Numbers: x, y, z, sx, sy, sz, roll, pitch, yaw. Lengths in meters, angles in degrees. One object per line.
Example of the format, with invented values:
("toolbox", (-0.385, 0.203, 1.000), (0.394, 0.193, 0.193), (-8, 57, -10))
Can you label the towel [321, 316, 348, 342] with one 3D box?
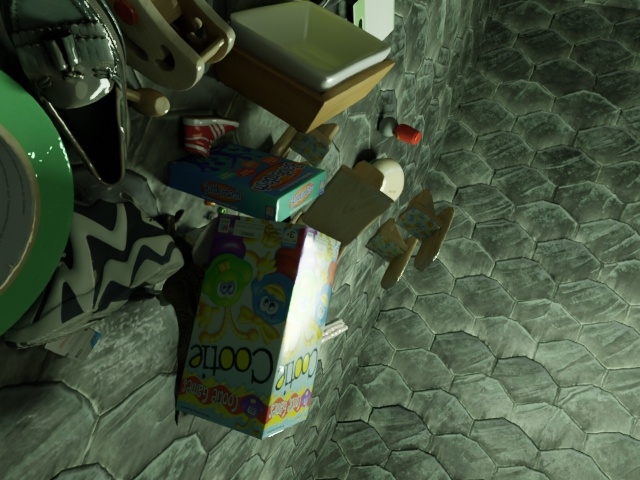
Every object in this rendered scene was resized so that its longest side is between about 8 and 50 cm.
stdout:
("towel", (-0.112, 0.305, 1.174), (0.317, 0.053, 0.332), (-36, 166, 18))

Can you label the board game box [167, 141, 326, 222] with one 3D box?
("board game box", (-0.119, -0.104, 0.781), (0.160, 0.210, 0.047), (-41, 145, -53))

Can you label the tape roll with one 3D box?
("tape roll", (-0.379, -0.021, 0.401), (0.321, 0.077, 0.321), (-52, 153, -40))

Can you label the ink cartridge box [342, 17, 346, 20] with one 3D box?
("ink cartridge box", (0.018, -0.422, 1.041), (0.104, 0.061, 0.181), (-62, 158, -20))

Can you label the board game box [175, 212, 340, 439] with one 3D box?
("board game box", (-0.083, 0.115, 0.676), (0.142, 0.144, 0.275), (24, 76, -67))

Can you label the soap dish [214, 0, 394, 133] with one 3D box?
("soap dish", (-0.026, -0.315, 0.825), (0.291, 0.229, 0.118), (-46, 165, -47))

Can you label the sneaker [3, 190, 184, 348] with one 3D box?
("sneaker", (-0.312, 0.024, 0.596), (0.235, 0.153, 0.094), (-32, 173, 3))

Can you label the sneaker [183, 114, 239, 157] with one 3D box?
("sneaker", (-0.185, -0.175, 0.788), (0.118, 0.042, 0.067), (-19, 123, -54))

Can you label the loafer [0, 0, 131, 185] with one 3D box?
("loafer", (-0.241, -0.153, 0.482), (0.096, 0.084, 0.267), (-15, 160, -16))

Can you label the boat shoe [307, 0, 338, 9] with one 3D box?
("boat shoe", (0.034, -0.499, 0.880), (0.065, 0.075, 0.206), (-40, -168, -24))

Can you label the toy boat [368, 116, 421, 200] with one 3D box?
("toy boat", (0.218, -0.260, 1.609), (0.267, 0.148, 0.318), (1, 116, -63))

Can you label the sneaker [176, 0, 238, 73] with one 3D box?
("sneaker", (-0.134, -0.351, 0.667), (0.130, 0.087, 0.227), (-9, 113, -46))

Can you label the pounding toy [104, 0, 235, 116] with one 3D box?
("pounding toy", (-0.207, -0.238, 0.520), (0.155, 0.154, 0.269), (-58, 156, -30))

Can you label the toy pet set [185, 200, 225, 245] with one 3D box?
("toy pet set", (-0.195, -0.012, 0.880), (0.114, 0.065, 0.122), (-37, 142, -55))

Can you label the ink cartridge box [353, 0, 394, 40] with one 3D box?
("ink cartridge box", (0.118, -0.564, 1.173), (0.235, 0.056, 0.171), (-53, 153, -30))

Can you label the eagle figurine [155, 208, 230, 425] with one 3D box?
("eagle figurine", (-0.202, 0.105, 0.759), (0.226, 0.298, 0.225), (-29, -171, -14))

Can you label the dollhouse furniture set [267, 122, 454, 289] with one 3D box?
("dollhouse furniture set", (0.000, 0.000, 1.000), (0.256, 0.362, 0.394), (-58, -174, -32))

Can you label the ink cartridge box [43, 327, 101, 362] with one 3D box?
("ink cartridge box", (-0.358, 0.138, 0.662), (0.048, 0.028, 0.083), (-62, 158, -21))
